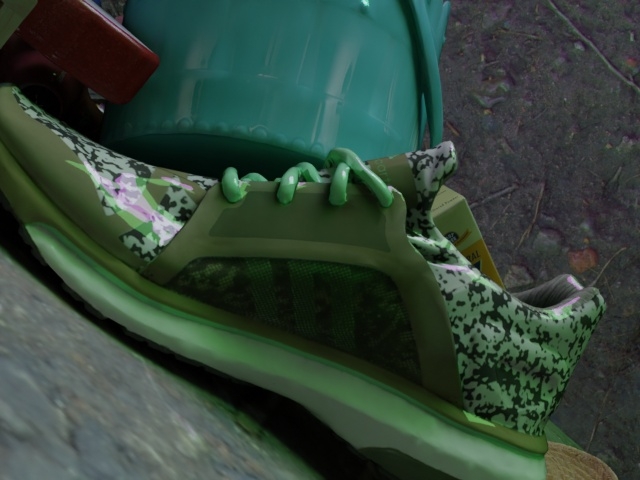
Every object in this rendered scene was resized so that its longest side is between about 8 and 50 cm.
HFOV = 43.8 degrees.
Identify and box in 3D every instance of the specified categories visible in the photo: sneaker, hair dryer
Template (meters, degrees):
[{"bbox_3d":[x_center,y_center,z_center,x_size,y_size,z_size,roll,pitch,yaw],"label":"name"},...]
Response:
[{"bbox_3d":[0.000,0.000,0.486,0.410,0.182,0.158,32,4,-14],"label":"sneaker"},{"bbox_3d":[-0.196,-0.112,0.712,0.223,0.080,0.293,43,6,9],"label":"hair dryer"}]

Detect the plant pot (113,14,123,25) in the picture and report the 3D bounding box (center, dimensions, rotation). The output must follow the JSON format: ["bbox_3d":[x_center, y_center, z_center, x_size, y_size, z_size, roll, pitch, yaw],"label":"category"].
[{"bbox_3d":[-0.222,-0.237,1.142,0.180,0.201,0.201,26,-2,24],"label":"plant pot"}]

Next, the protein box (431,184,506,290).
[{"bbox_3d":[0.089,0.047,0.817,0.201,0.136,0.200,62,-4,-23],"label":"protein box"}]

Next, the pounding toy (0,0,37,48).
[{"bbox_3d":[-0.187,-0.106,0.300,0.130,0.141,0.100,36,6,-45],"label":"pounding toy"}]

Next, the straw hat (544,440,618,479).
[{"bbox_3d":[0.134,0.197,0.535,0.144,0.144,0.061,-123,-159,-76],"label":"straw hat"}]

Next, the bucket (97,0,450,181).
[{"bbox_3d":[-0.037,-0.112,0.629,0.281,0.183,0.281,9,-17,3],"label":"bucket"}]

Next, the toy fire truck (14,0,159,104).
[{"bbox_3d":[-0.243,-0.201,0.513,0.254,0.169,0.302,37,3,-35],"label":"toy fire truck"}]
